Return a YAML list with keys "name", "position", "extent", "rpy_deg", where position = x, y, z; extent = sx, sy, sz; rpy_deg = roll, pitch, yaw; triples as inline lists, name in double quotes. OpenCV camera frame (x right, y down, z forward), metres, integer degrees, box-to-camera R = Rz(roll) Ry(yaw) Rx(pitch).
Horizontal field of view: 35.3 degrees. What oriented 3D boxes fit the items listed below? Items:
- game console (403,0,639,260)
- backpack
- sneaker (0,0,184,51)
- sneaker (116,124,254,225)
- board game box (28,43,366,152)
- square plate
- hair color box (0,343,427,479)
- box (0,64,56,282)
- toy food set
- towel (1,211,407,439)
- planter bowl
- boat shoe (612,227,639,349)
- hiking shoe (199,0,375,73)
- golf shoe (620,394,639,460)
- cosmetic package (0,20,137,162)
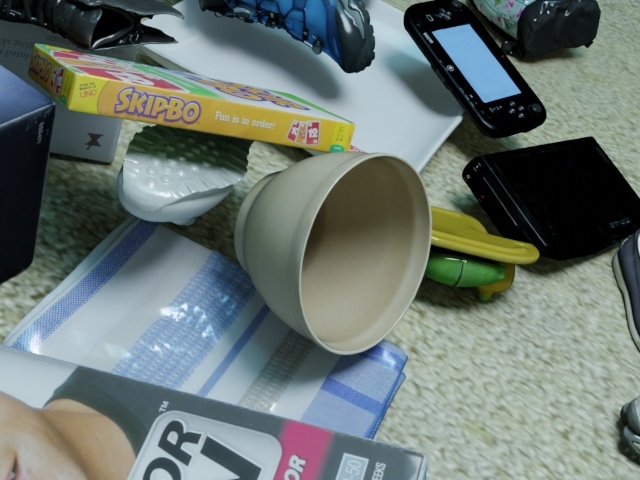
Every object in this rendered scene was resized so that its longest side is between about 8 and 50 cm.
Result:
- name: "game console"
  position: [0.207, -0.135, 1.129]
  extent: [0.213, 0.044, 0.361]
  rpy_deg: [-14, 63, -42]
- name: "backpack"
  position: [0.293, -0.345, 1.415]
  extent: [0.152, 0.115, 0.182]
  rpy_deg: [-10, 46, -30]
- name: "sneaker"
  position: [-0.204, -0.189, 0.814]
  extent: [0.170, 0.051, 0.089]
  rpy_deg: [-6, 39, -36]
- name: "sneaker"
  position: [-0.116, -0.049, 0.857]
  extent: [0.090, 0.094, 0.235]
  rpy_deg: [34, 21, 1]
- name: "board game box"
  position: [-0.092, -0.111, 0.818]
  extent: [0.260, 0.039, 0.124]
  rpy_deg: [9, 15, -32]
- name: "square plate"
  position: [0.009, -0.203, 1.174]
  extent: [0.344, 0.049, 0.347]
  rpy_deg: [31, 40, 11]
- name: "hair color box"
  position: [-0.149, 0.168, 0.522]
  extent: [0.375, 0.113, 0.185]
  rpy_deg: [12, 53, 13]
- name: "box"
  position: [-0.407, -0.060, 0.718]
  extent: [0.294, 0.182, 0.296]
  rpy_deg: [34, 40, 15]
- name: "toy food set"
  position: [0.097, 0.010, 0.966]
  extent: [0.218, 0.071, 0.128]
  rpy_deg: [14, 16, -13]
- name: "towel"
  position: [-0.083, 0.092, 0.808]
  extent: [0.285, 0.034, 0.209]
  rpy_deg: [28, 40, 8]
- name: "planter bowl"
  position: [0.000, 0.000, 0.819]
  extent: [0.109, 0.162, 0.162]
  rpy_deg: [17, 30, 40]
- name: "boat shoe"
  position: [0.353, 0.062, 1.016]
  extent: [0.075, 0.065, 0.206]
  rpy_deg: [9, 41, -16]
- name: "hiking shoe"
  position: [-0.068, -0.276, 1.127]
  extent: [0.132, 0.113, 0.304]
  rpy_deg: [-40, 72, -15]
- name: "golf shoe"
  position: [0.366, 0.170, 0.879]
  extent: [0.198, 0.093, 0.077]
  rpy_deg: [14, 39, -12]
- name: "cosmetic package"
  position: [-0.301, -0.265, 1.017]
  extent: [0.217, 0.156, 0.385]
  rpy_deg: [7, 41, -20]
